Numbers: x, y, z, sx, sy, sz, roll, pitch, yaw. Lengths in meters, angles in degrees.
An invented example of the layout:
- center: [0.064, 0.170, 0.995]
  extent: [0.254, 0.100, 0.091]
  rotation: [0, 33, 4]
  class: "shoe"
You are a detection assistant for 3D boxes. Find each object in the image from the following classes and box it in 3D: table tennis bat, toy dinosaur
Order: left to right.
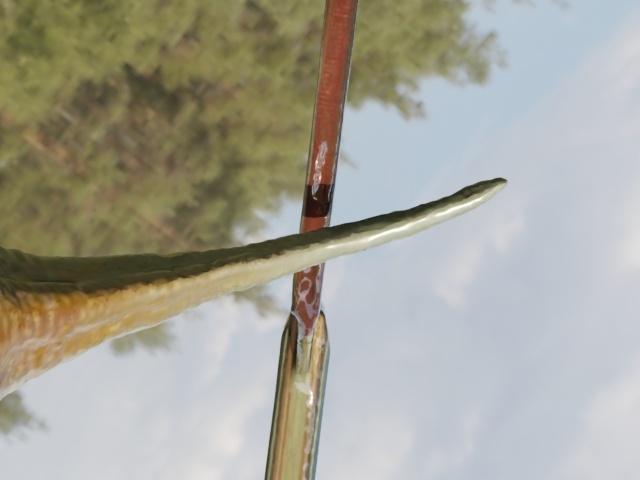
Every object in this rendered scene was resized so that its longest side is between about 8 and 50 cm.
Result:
- center: [-0.127, 0.023, 0.447]
  extent: [0.205, 0.393, 0.092]
  rotation: [-177, -93, -77]
  class: "toy dinosaur"
- center: [0.000, 0.000, 0.602]
  extent: [0.173, 0.022, 0.301]
  rotation: [-79, 176, -83]
  class: "table tennis bat"
